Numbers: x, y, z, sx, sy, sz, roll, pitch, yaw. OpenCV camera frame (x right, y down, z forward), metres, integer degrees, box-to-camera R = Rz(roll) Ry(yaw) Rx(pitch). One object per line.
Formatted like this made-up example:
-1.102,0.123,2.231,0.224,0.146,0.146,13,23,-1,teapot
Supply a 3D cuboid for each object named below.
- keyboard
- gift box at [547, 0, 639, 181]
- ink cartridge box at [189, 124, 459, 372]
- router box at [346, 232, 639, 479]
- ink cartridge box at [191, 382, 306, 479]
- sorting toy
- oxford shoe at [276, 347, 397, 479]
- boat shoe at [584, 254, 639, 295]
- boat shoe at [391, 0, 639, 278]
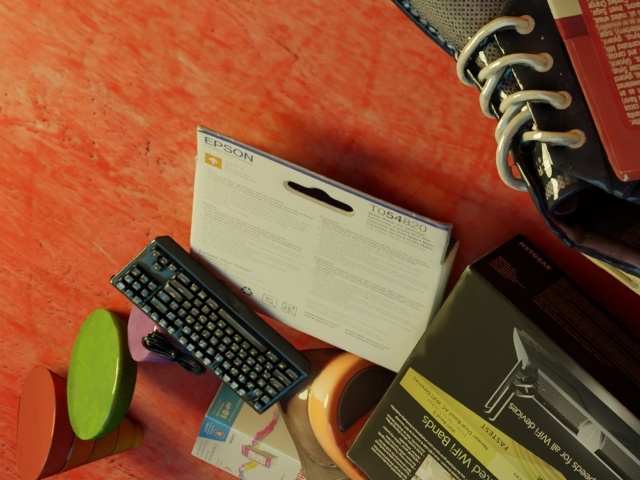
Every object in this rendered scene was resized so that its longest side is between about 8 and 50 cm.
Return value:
-0.105,0.082,1.576,0.180,0.023,0.108,43,127,-11,keyboard
0.256,-0.209,0.880,0.255,0.258,0.276,-2,116,39,gift box
0.000,0.000,1.487,0.223,0.045,0.224,23,146,9,ink cartridge box
0.194,0.185,1.424,0.309,0.081,0.243,44,131,15,router box
-0.056,0.198,1.774,0.122,0.052,0.088,25,145,2,ink cartridge box
-0.181,0.147,1.780,0.126,0.127,0.365,10,151,-28,sorting toy
0.072,0.230,1.694,0.133,0.130,0.363,12,139,50,oxford shoe
0.297,0.030,1.282,0.302,0.109,0.098,32,151,4,boat shoe
0.141,-0.108,1.158,0.340,0.158,0.127,30,145,-3,boat shoe
